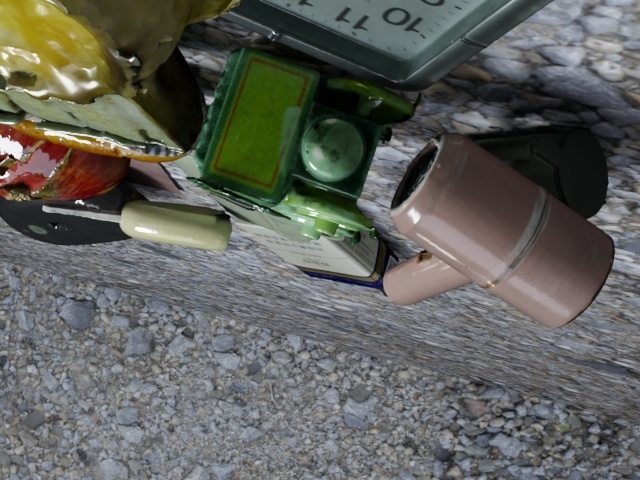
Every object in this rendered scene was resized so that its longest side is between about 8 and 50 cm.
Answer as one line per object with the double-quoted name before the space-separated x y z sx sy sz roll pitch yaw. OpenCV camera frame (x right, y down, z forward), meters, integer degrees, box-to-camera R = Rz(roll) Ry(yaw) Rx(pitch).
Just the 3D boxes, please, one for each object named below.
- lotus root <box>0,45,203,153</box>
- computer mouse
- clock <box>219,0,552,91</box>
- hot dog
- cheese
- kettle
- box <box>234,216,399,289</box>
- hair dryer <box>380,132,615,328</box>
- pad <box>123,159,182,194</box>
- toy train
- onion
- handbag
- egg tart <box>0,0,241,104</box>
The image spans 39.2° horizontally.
"lotus root" -0.235 -0.166 0.887 0.234 0.138 0.119 4 157 8
"computer mouse" -0.418 -0.070 1.524 0.323 0.116 0.183 -3 156 37
"clock" 0.008 -0.208 0.637 0.273 0.049 0.279 20 166 -15
"hot dog" -0.255 -0.151 1.003 0.268 0.144 0.075 20 130 10
"cheese" -0.249 -0.029 1.228 0.251 0.054 0.127 7 -176 -13
"kettle" 0.196 -0.068 0.898 0.148 0.098 0.127 -4 128 50
"box" 0.000 0.000 1.411 0.168 0.071 0.259 9 165 29
"hair dryer" 0.119 0.019 0.917 0.189 0.107 0.344 32 157 -10
"pad" -0.294 -0.119 1.420 0.113 0.006 0.188 14 164 13
"toy train" -0.023 -0.090 0.881 0.188 0.159 0.271 18 180 -4
"onion" -0.371 -0.131 1.173 0.248 0.161 0.248 32 178 1
"handbag" -0.062 -0.068 1.143 0.219 0.079 0.256 23 170 23
"egg tart" -0.196 -0.183 0.547 0.345 0.132 0.345 13 169 3
